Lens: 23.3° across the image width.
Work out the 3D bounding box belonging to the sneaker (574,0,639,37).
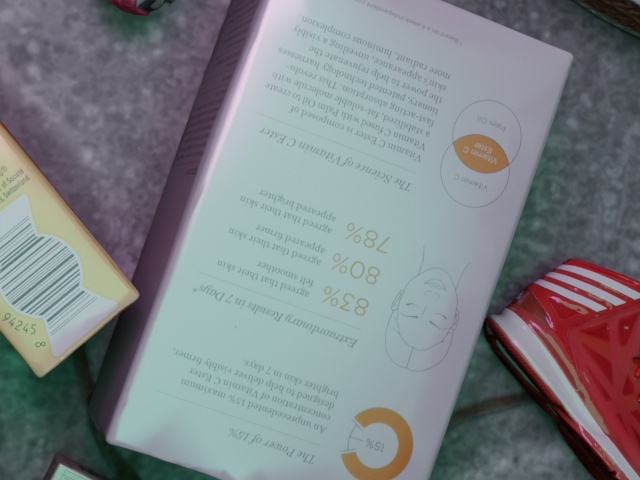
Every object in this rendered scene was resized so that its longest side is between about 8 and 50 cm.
[{"bbox_3d":[0.197,-0.254,1.145,0.302,0.108,0.121,34,89,-10],"label":"sneaker"}]

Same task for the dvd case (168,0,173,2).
[{"bbox_3d":[-0.125,-0.308,1.117,0.164,0.018,0.221,-45,100,-8],"label":"dvd case"}]

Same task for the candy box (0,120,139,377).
[{"bbox_3d":[-0.255,-0.064,1.010,0.087,0.183,0.316,-39,99,-9],"label":"candy box"}]

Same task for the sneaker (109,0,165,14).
[{"bbox_3d":[-0.064,-0.290,1.068,0.112,0.121,0.299,23,95,-44],"label":"sneaker"}]

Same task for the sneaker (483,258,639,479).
[{"bbox_3d":[0.237,0.108,1.178,0.128,0.087,0.221,-40,101,-7],"label":"sneaker"}]

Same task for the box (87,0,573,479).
[{"bbox_3d":[0.000,0.000,1.078,0.215,0.168,0.345,20,87,-13],"label":"box"}]

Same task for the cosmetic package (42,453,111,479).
[{"bbox_3d":[-0.188,0.218,1.107,0.060,0.041,0.115,30,85,-12],"label":"cosmetic package"}]
